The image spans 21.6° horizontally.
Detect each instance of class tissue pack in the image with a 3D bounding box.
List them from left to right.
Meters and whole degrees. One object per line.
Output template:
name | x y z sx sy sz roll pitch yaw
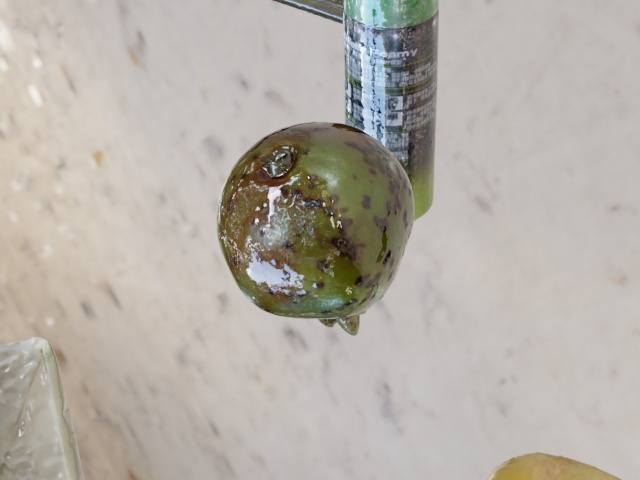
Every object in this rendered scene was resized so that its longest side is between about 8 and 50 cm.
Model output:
tissue pack | -0.403 0.270 1.915 0.380 0.207 0.297 159 100 -68

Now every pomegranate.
pomegranate | 0.000 0.000 1.304 0.159 0.159 0.205 49 165 35

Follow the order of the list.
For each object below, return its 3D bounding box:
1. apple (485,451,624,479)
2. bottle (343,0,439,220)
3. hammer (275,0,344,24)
apple | 0.200 0.299 1.060 0.309 0.252 0.314 38 -164 -14
bottle | 0.068 -0.169 1.622 0.093 0.093 0.330 45 148 42
hammer | -0.078 -0.273 1.740 0.365 0.111 0.043 19 171 14
